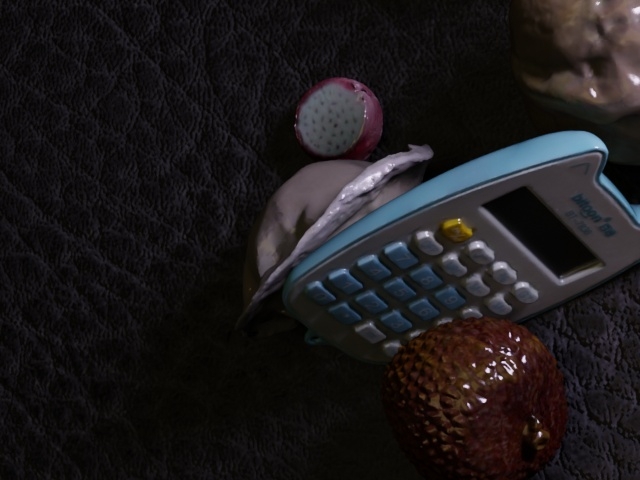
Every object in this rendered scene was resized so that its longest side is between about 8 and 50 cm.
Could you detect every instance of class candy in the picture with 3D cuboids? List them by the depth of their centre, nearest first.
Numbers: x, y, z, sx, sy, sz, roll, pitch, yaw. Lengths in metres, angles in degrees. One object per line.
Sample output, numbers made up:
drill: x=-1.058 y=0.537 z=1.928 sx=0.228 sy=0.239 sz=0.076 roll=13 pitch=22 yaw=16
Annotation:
candy: x=0.020 y=-0.131 z=1.909 sx=0.103 sy=0.043 sz=0.103 roll=-3 pitch=83 yaw=27

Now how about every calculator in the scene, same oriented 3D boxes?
calculator: x=0.144 y=0.020 z=1.716 sx=0.386 sy=0.256 sz=0.054 roll=-28 pitch=51 yaw=20

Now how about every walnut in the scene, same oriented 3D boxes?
walnut: x=0.295 y=-0.190 z=1.666 sx=0.248 sy=0.248 sz=0.248 roll=-3 pitch=82 yaw=27

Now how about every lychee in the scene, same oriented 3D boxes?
lychee: x=0.155 y=0.168 z=1.726 sx=0.194 sy=0.194 sz=0.194 roll=-3 pitch=82 yaw=27

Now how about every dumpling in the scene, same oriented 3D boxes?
dumpling: x=-0.004 y=-0.011 z=1.820 sx=0.293 sy=0.204 sz=0.163 roll=-47 pitch=51 yaw=22
